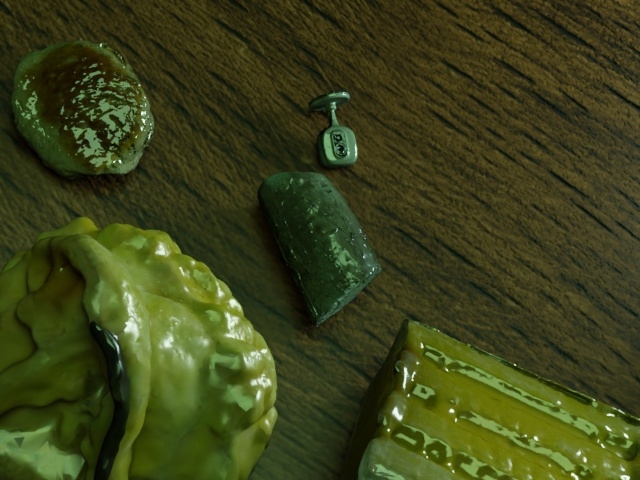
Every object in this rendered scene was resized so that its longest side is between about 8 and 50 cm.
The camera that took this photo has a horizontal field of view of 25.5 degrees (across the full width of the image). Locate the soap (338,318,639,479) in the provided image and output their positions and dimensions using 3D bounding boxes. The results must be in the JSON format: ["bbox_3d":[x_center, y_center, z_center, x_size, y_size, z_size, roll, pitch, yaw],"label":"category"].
[{"bbox_3d":[0.196,0.262,1.532,0.335,0.156,0.293,24,35,-3],"label":"soap"}]

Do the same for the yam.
[{"bbox_3d":[0.000,0.000,1.689,0.107,0.107,0.183,-21,71,-22],"label":"yam"}]

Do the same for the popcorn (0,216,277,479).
[{"bbox_3d":[-0.209,0.142,1.436,0.349,0.382,0.349,1,81,-6],"label":"popcorn"}]

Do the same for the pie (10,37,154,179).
[{"bbox_3d":[-0.286,-0.159,1.703,0.163,0.079,0.193,-35,80,-20],"label":"pie"}]

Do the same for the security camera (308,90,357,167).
[{"bbox_3d":[0.020,-0.138,1.786,0.058,0.058,0.092,-11,77,-19],"label":"security camera"}]
